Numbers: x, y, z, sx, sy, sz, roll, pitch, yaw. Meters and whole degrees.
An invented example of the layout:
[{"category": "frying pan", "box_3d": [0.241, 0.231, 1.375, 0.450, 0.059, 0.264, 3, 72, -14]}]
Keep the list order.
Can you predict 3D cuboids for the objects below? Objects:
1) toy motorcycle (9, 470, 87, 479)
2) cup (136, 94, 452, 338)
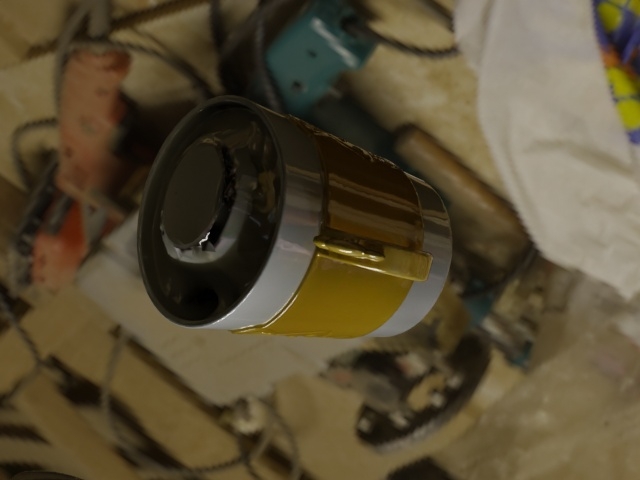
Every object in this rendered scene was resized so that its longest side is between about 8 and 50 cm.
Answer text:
[{"category": "toy motorcycle", "box_3d": [-0.192, 0.217, 0.887, 0.130, 0.229, 0.094, 54, 174, 36]}, {"category": "cup", "box_3d": [0.000, 0.000, 1.250, 0.226, 0.185, 0.241, 14, -177, -42]}]
